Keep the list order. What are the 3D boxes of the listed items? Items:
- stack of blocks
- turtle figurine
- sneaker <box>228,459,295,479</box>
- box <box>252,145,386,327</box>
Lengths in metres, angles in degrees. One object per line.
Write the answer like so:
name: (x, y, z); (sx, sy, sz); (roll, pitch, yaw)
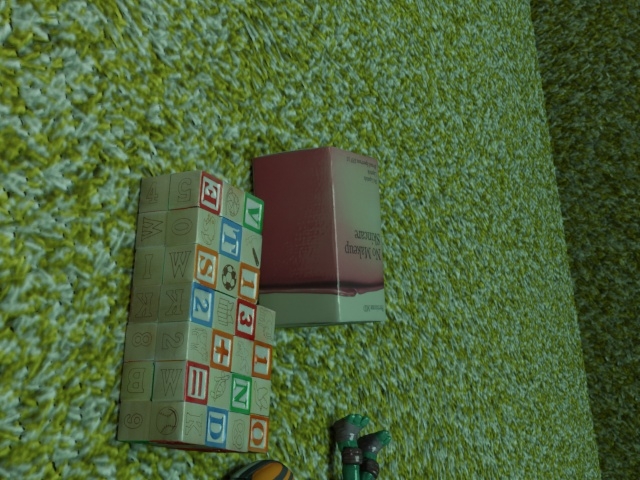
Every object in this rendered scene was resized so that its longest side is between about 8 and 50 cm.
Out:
stack of blocks: (-0.132, 0.088, 1.156); (0.171, 0.087, 0.297); (27, 62, -57)
turtle figurine: (0.067, 0.377, 1.442); (0.175, 0.118, 0.234); (69, 14, -54)
sneaker: (-0.057, 0.380, 1.143); (0.321, 0.180, 0.125); (-58, 134, -48)
box: (0.000, 0.000, 1.372); (0.148, 0.126, 0.232); (6, 80, -61)
